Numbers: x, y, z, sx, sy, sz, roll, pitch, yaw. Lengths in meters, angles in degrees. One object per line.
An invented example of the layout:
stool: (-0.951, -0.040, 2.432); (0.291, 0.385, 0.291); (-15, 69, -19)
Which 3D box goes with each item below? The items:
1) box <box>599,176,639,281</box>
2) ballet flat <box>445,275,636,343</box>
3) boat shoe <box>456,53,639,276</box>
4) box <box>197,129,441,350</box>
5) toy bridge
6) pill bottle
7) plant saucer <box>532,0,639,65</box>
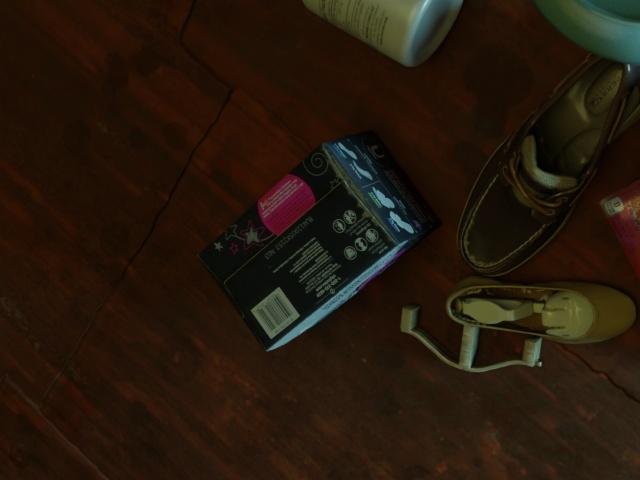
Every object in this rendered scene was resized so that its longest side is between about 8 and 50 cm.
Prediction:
box: (0.431, 0.033, 1.449); (0.123, 0.128, 0.256); (-28, 86, 30)
ballet flat: (0.260, 0.089, 1.585); (0.232, 0.073, 0.080); (2, 102, 28)
boat shoe: (0.259, -0.090, 1.517); (0.123, 0.123, 0.342); (45, 117, 13)
box: (0.000, 0.000, 1.667); (0.247, 0.142, 0.163); (-40, 82, 30)
toy bridge: (0.190, 0.132, 1.659); (0.188, 0.026, 0.063); (14, 110, 25)
pill bottle: (0.048, -0.317, 1.579); (0.229, 0.131, 0.131); (33, 114, 18)
plant saucer: (0.361, -0.345, 1.397); (0.318, 0.044, 0.317); (-3, 81, 19)
